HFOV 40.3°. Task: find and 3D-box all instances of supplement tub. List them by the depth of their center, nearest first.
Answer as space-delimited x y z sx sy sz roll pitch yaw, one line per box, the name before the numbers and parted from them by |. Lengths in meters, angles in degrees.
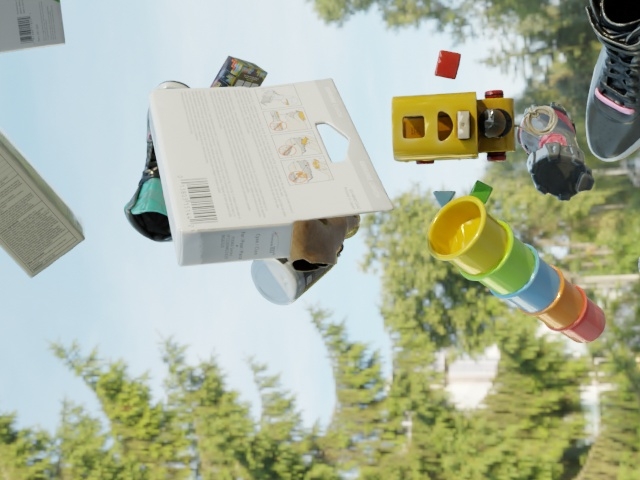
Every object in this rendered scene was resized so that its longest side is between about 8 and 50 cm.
supplement tub | -0.042 0.038 1.745 0.190 0.117 0.117 -38 -56 -46

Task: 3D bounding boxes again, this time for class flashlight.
flashlight | 0.375 -0.150 1.433 0.103 0.103 0.304 56 -158 -10

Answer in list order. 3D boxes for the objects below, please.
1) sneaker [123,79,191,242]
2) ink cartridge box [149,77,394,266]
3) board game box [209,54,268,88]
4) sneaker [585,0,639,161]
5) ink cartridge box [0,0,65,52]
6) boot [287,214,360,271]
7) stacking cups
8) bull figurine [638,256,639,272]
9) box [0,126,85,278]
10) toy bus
sneaker | -0.272 -0.114 1.524 0.178 0.124 0.295 -87 4 -56
ink cartridge box | -0.075 -0.099 1.131 0.296 0.261 0.066 -110 20 -44
board game box | -0.202 -0.351 2.032 0.141 0.048 0.170 -56 -11 13
sneaker | 0.335 -0.209 0.968 0.147 0.104 0.295 -21 -42 -38
ink cartridge box | -0.566 -0.410 1.501 0.219 0.092 0.160 -14 -55 -26
boot | 0.000 0.000 1.581 0.305 0.112 0.115 -3 -111 -65
stacking cups | 0.277 0.055 1.204 0.316 0.096 0.096 34 -128 -35
bull figurine | 0.263 0.080 0.467 0.310 0.101 0.188 63 -168 -11
box | -0.628 -0.093 1.756 0.311 0.148 0.121 55 179 -26
toy bus | 0.190 -0.154 1.181 0.191 0.202 0.104 43 -169 6
